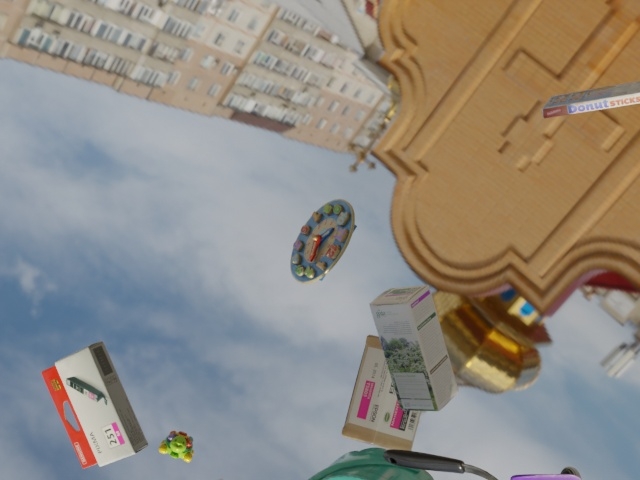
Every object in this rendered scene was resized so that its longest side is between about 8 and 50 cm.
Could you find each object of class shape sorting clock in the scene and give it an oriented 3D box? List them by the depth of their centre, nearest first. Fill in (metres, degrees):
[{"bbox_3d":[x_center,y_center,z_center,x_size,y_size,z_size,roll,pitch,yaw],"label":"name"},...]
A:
[{"bbox_3d":[0.000,0.000,1.667,0.040,0.206,0.206,31,-160,-33],"label":"shape sorting clock"}]

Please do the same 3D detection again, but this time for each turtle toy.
[{"bbox_3d":[-0.385,0.555,2.074,0.095,0.066,0.130,21,176,-5],"label":"turtle toy"}]

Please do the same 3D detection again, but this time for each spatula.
[{"bbox_3d":[0.221,0.334,1.084,0.297,0.084,0.030,4,-140,35],"label":"spatula"}]

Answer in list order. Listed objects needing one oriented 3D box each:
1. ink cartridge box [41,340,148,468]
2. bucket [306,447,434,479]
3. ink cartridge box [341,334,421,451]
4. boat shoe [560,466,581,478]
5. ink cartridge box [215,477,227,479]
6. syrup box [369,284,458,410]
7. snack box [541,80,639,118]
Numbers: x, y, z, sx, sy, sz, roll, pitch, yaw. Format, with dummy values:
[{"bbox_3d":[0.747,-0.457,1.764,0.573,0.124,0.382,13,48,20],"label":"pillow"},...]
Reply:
[{"bbox_3d":[-0.564,0.408,1.835,0.060,0.239,0.275,-20,-95,-63],"label":"ink cartridge box"},{"bbox_3d":[0.075,0.514,1.342,0.281,0.281,0.183,43,-172,18],"label":"bucket"},{"bbox_3d":[0.159,0.355,1.748,0.088,0.234,0.193,8,166,36],"label":"ink cartridge box"},{"bbox_3d":[0.417,0.460,1.315,0.040,0.142,0.049,22,163,-31],"label":"boat shoe"},{"bbox_3d":[-0.193,0.606,1.590,0.201,0.117,0.278,19,177,16],"label":"ink cartridge box"},{"bbox_3d":[0.187,0.214,1.520,0.096,0.093,0.236,-28,-75,-49],"label":"syrup box"},{"bbox_3d":[0.481,-0.247,1.330,0.064,0.178,0.022,-47,-57,-45],"label":"snack box"}]
